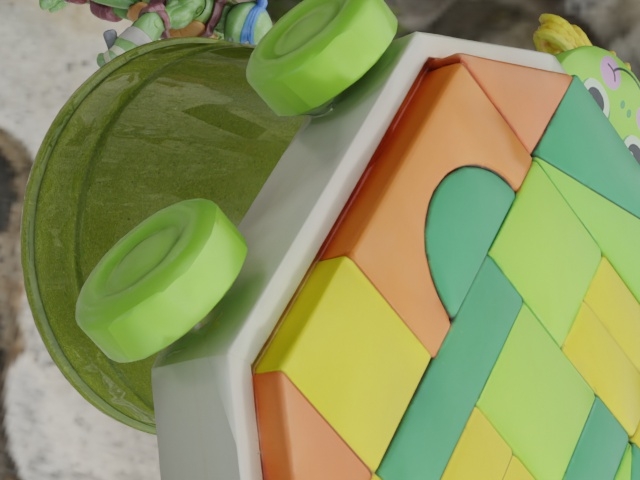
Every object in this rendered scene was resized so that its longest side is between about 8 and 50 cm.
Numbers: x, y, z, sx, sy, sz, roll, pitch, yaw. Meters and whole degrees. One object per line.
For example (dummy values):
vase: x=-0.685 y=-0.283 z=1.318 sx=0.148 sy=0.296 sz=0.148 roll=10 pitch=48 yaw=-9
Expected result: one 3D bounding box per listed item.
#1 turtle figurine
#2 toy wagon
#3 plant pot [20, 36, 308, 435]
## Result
turtle figurine: x=-0.192 y=-0.187 z=1.592 sx=0.198 sy=0.266 sz=0.275 roll=-39 pitch=149 yaw=-49
toy wagon: x=0.067 y=0.030 z=0.588 sx=0.267 sy=0.068 sz=0.344 roll=51 pitch=49 yaw=-24
plant pot: x=0.000 y=0.000 z=1.312 sx=0.366 sy=0.353 sz=0.366 roll=-1 pitch=91 yaw=-40
